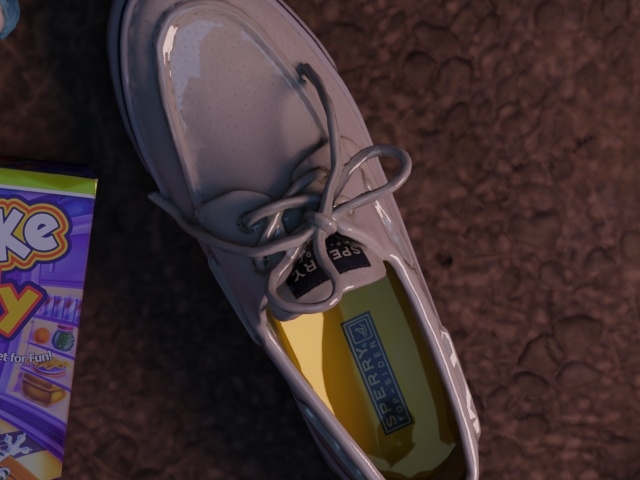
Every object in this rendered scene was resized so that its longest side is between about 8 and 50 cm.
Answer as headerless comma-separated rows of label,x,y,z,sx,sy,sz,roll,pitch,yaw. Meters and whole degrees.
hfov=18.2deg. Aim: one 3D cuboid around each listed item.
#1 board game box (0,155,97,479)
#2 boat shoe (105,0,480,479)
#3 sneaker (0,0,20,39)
board game box,-0.313,0.055,1.117,0.347,0.078,0.233,6,97,-12
boat shoe,-0.007,0.005,1.132,0.135,0.156,0.367,-25,103,-7
sneaker,-0.269,-0.175,1.096,0.228,0.087,0.092,36,97,-7
